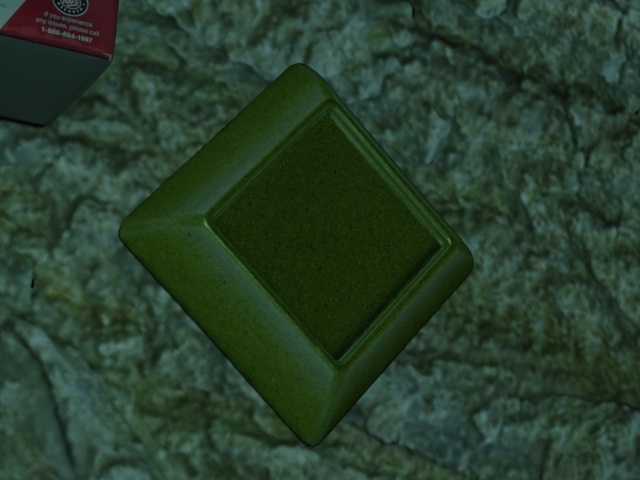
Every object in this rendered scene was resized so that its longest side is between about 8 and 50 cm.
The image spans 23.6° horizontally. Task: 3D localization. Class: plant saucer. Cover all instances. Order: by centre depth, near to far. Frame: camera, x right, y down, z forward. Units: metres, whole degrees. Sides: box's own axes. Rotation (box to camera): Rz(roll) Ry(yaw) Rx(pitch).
[{"bbox_3d":[0.000,0.000,0.979,0.188,0.045,0.188,49,60,-8],"label":"plant saucer"}]

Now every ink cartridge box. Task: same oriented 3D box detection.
[{"bbox_3d":[-0.190,-0.177,0.880,0.128,0.127,0.176,11,72,-24],"label":"ink cartridge box"}]
